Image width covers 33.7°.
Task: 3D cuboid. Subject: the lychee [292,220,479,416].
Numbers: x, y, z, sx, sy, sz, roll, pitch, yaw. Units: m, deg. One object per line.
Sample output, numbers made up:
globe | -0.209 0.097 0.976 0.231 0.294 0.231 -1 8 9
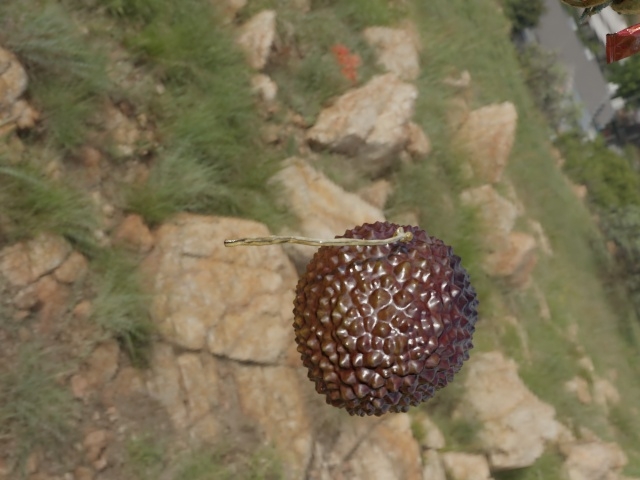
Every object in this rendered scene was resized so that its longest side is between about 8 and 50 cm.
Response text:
lychee | 0.101 0.121 1.671 0.306 0.306 0.330 57 12 -22

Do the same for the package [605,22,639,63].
package | 0.580 -0.358 1.791 0.083 0.201 0.022 62 10 -61

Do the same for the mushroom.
mushroom | 0.002 0.000 1.518 0.286 0.028 0.025 -3 88 -20

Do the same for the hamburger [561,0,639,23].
hamburger | 0.301 -0.296 1.030 0.113 0.185 0.177 2 32 -26
